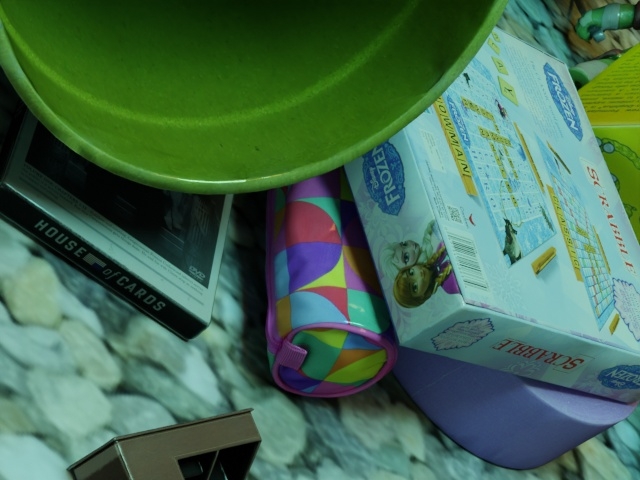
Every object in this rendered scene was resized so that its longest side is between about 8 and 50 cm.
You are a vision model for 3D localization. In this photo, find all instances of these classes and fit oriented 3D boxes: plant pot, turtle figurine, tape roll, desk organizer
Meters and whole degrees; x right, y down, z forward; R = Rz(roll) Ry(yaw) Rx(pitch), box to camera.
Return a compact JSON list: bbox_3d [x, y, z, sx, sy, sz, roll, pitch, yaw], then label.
[{"bbox_3d":[-0.094,-0.277,1.096,0.366,0.366,0.353,25,18,-37],"label":"plant pot"},{"bbox_3d":[0.363,-0.169,1.810,0.266,0.275,0.198,-37,113,-38],"label":"turtle figurine"},{"bbox_3d":[0.152,0.051,1.353,0.275,0.090,0.275,32,39,-30],"label":"tape roll"},{"bbox_3d":[-0.089,0.145,1.004,0.130,0.047,0.050,-5,66,-53],"label":"desk organizer"}]

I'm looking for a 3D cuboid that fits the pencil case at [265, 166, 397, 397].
[{"bbox_3d":[0.000,0.000,1.199,0.104,0.104,0.236,27,41,-34],"label":"pencil case"}]

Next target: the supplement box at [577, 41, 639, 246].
[{"bbox_3d":[0.396,-0.098,1.534,0.356,0.195,0.194,-37,118,-40],"label":"supplement box"}]

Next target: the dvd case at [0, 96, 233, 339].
[{"bbox_3d":[-0.138,-0.063,1.152,0.179,0.029,0.238,36,37,-25],"label":"dvd case"}]

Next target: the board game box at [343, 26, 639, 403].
[{"bbox_3d":[0.136,-0.043,1.263,0.318,0.066,0.318,18,47,-46],"label":"board game box"}]
